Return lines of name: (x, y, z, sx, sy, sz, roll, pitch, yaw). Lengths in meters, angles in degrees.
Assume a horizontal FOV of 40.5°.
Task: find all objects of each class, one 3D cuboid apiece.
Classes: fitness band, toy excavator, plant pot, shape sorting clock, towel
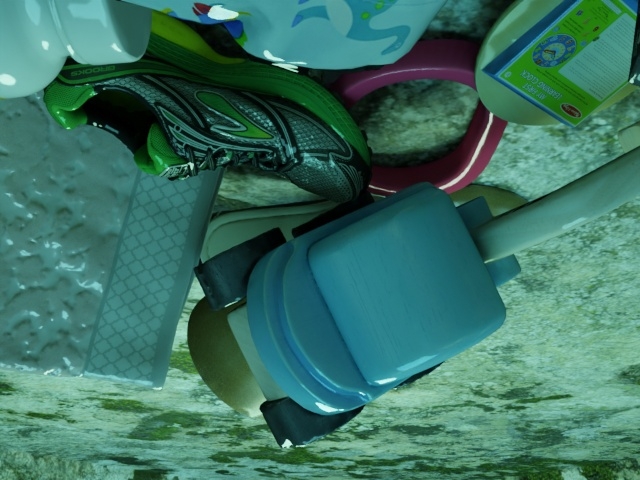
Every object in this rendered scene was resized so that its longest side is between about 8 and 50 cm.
fitness band: (0.097, -0.127, 0.974, 0.208, 0.054, 0.291, -1, 156, -5)
toy excavator: (0.155, 0.014, 0.897, 0.432, 0.222, 0.445, -25, 180, -38)
plant pot: (-0.035, 0.104, 1.298, 0.237, 0.237, 0.254, 17, 134, -32)
plant pot: (0.188, -0.010, 1.239, 0.236, 0.032, 0.236, 1, 154, 0)
shape sorting clock: (0.246, -0.184, 0.830, 0.206, 0.040, 0.206, -12, 144, -9)
towel: (-0.263, -0.022, 0.891, 0.316, 0.332, 0.053, 17, 179, -33)

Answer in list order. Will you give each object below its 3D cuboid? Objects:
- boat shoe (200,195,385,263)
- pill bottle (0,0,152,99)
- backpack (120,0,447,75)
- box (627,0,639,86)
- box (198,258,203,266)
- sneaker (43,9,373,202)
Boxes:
boat shoe: (0.000, 0.000, 1.130, 0.324, 0.117, 0.096, -3, -174, -14)
pill bottle: (-0.308, -0.198, 0.656, 0.333, 0.188, 0.188, -2, 155, 5)
backpack: (-0.032, -0.240, 0.374, 0.290, 0.356, 0.273, 17, 149, -31)
box: (0.332, -0.227, 0.592, 0.165, 0.143, 0.270, 12, 152, 9)
box: (-0.305, 0.001, 1.233, 0.183, 0.056, 0.231, -15, 150, 31)
sneaker: (-0.107, -0.106, 0.851, 0.343, 0.146, 0.134, 21, 152, -19)
